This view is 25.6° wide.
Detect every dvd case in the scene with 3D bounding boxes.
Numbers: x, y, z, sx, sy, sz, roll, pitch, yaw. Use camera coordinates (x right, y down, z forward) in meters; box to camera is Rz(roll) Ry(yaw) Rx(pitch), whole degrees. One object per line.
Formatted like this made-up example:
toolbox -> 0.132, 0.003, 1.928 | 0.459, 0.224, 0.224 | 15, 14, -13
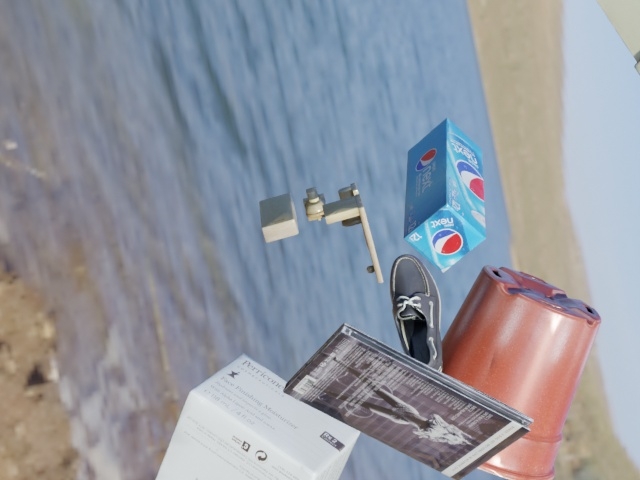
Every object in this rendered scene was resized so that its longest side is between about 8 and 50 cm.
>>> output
dvd case -> 0.088, 0.172, 1.471 | 0.164, 0.221, 0.018 | -51, -166, 54

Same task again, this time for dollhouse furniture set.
dollhouse furniture set -> 0.000, 0.000, 2.105 | 0.144, 0.151, 0.123 | -101, 175, -68

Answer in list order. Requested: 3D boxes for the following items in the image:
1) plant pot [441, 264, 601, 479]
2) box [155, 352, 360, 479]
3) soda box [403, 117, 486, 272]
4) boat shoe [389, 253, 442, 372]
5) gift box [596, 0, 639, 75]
plant pot -> 0.295, 0.197, 2.205 | 0.272, 0.272, 0.265 | -59, 172, -79
box -> -0.079, 0.266, 1.669 | 0.119, 0.181, 0.182 | -34, 151, -56
soda box -> 0.148, -0.057, 1.674 | 0.067, 0.071, 0.210 | 40, 27, -19
boat shoe -> 0.145, 0.110, 2.125 | 0.065, 0.075, 0.206 | 63, 17, -68
gift box -> 0.489, -0.329, 1.670 | 0.276, 0.255, 0.258 | -48, -116, 48
